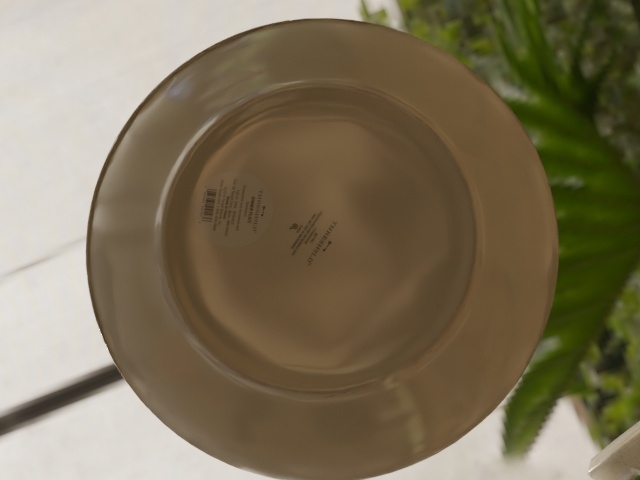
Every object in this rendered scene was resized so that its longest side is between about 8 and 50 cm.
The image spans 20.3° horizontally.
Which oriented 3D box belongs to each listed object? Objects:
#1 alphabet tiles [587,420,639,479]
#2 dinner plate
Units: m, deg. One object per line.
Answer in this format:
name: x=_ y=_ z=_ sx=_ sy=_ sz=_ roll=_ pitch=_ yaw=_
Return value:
alphabet tiles: x=0.270 y=0.104 z=0.613 sx=0.285 sy=0.342 sz=0.011 roll=33 pitch=-133 yaw=-7
dinner plate: x=0.000 y=0.000 z=0.525 sx=0.017 sy=0.141 sz=0.141 roll=76 pitch=175 yaw=-77
